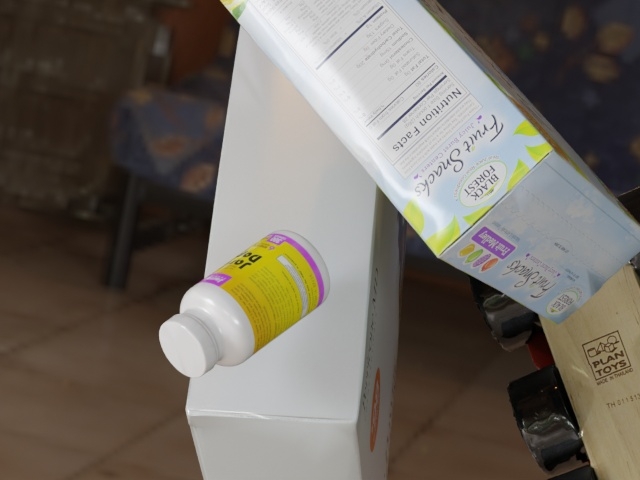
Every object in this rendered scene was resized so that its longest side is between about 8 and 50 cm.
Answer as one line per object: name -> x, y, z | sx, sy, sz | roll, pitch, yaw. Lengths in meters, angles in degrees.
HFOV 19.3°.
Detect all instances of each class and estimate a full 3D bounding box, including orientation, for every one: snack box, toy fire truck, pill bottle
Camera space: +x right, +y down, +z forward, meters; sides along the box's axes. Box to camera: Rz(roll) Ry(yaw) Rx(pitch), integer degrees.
snack box -> 0.042, -0.068, 0.844 | 0.207, 0.070, 0.174 | 49, 9, 25
toy fire truck -> 0.216, 0.101, 1.088 | 0.158, 0.217, 0.246 | -24, -30, 12
pill bottle -> -0.037, 0.031, 0.891 | 0.043, 0.043, 0.083 | 19, 40, 38

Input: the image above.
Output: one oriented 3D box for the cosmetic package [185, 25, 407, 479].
cosmetic package -> 0.000, 0.000, 1.127 | 0.097, 0.377, 0.284 | 2, -31, 7
